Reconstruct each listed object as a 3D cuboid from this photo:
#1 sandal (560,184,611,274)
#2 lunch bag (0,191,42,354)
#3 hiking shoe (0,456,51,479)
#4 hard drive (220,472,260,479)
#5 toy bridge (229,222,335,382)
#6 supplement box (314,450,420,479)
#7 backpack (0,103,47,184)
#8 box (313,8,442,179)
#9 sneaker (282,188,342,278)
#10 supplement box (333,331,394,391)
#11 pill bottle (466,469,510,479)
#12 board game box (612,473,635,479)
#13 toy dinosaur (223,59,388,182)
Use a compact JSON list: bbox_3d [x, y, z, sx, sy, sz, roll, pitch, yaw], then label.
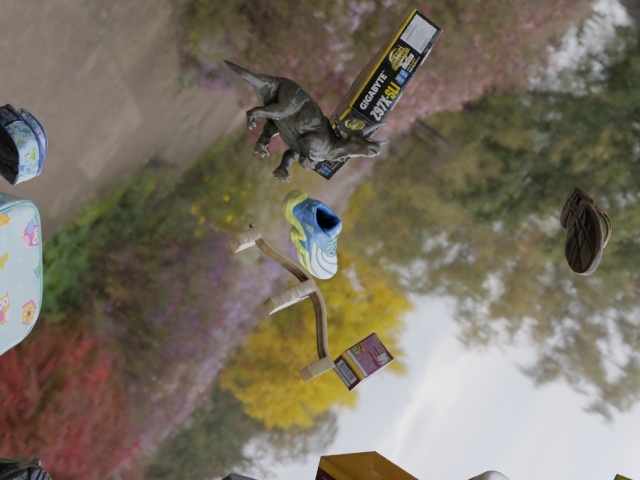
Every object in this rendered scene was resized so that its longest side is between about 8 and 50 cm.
[{"bbox_3d":[0.425,-0.017,1.775,0.219,0.060,0.090,-83,-167,-66],"label":"sandal"},{"bbox_3d":[-0.470,0.055,1.415,0.279,0.107,0.224,-41,138,-56],"label":"lunch bag"},{"bbox_3d":[-0.455,0.320,1.400,0.114,0.226,0.086,-162,-111,-67],"label":"hiking shoe"},{"bbox_3d":[-0.116,0.486,1.942,0.172,0.254,0.054,-36,-138,24],"label":"hard drive"},{"bbox_3d":[-0.034,0.062,1.254,0.063,0.188,0.026,-23,169,-31],"label":"toy bridge"},{"bbox_3d":[0.082,0.482,1.864,0.129,0.191,0.194,4,104,-41],"label":"supplement box"},{"bbox_3d":[-0.491,-0.155,1.813,0.084,0.114,0.105,-22,146,-37],"label":"backpack"},{"bbox_3d":[0.095,-0.279,2.210,0.257,0.079,0.322,-59,-173,-21],"label":"box"},{"bbox_3d":[0.000,0.000,2.456,0.091,0.240,0.126,-44,-144,-22],"label":"sneaker"},{"bbox_3d":[0.065,0.189,1.748,0.083,0.055,0.043,-26,164,-43],"label":"supplement box"},{"bbox_3d":[0.171,0.419,1.545,0.229,0.131,0.131,-33,-170,26],"label":"pill bottle"},{"bbox_3d":[0.625,0.518,2.008,0.124,0.259,0.039,-52,141,-26],"label":"board game box"},{"bbox_3d":[-0.048,-0.209,1.961,0.160,0.313,0.121,-57,-173,-37],"label":"toy dinosaur"}]
